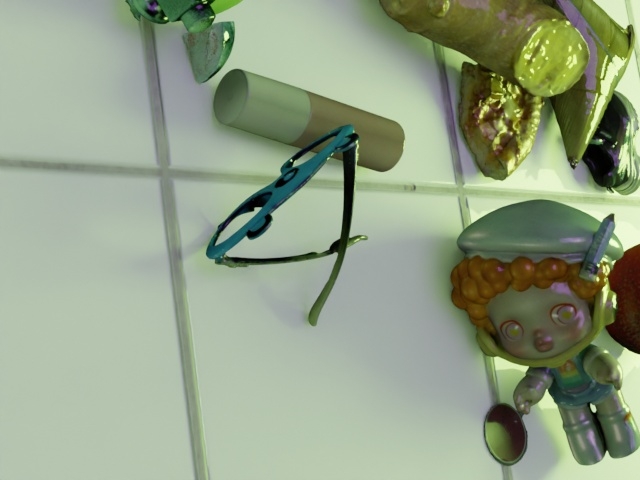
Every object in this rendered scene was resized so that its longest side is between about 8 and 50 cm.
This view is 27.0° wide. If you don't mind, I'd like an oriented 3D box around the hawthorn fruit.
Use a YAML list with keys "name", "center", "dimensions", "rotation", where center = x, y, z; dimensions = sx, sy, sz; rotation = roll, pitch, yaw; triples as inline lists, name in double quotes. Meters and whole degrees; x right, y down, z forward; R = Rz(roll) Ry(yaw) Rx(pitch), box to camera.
- name: "hawthorn fruit"
  center: [0.495, 0.077, 1.967]
  dimensions: [0.169, 0.169, 0.188]
  rotation: [23, 59, -36]

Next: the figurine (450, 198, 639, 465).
- name: "figurine"
  center: [0.307, 0.121, 1.796]
  dimensions: [0.205, 0.224, 0.382]
  rotation: [-53, 136, -57]

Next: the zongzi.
- name: "zongzi"
  center: [0.345, -0.264, 1.979]
  dimensions: [0.228, 0.115, 0.256]
  rotation: [36, 68, -21]

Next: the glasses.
- name: "glasses"
  center: [-0.027, -0.013, 1.565]
  dimensions: [0.239, 0.102, 0.207]
  rotation: [-43, 141, -27]

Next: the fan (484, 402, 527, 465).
- name: "fan"
  center: [0.262, 0.247, 1.800]
  dimensions: [0.133, 0.005, 0.085]
  rotation: [-43, 106, -40]

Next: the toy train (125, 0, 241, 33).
- name: "toy train"
  center: [-0.171, -0.355, 1.516]
  dimensions: [0.157, 0.105, 0.253]
  rotation: [-27, 85, -51]

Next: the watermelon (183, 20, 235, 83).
- name: "watermelon"
  center: [-0.132, -0.234, 1.558]
  dimensions: [0.061, 0.085, 0.085]
  rotation: [16, 61, 0]

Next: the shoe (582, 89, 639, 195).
- name: "shoe"
  center: [0.433, -0.151, 2.041]
  dimensions: [0.099, 0.071, 0.169]
  rotation: [-2, 79, -36]

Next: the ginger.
- name: "ginger"
  center: [0.217, -0.305, 1.821]
  dimensions: [0.354, 0.126, 0.190]
  rotation: [29, 19, -15]

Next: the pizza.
- name: "pizza"
  center: [0.253, -0.192, 1.892]
  dimensions: [0.161, 0.062, 0.182]
  rotation: [49, 51, -13]

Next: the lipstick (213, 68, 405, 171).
- name: "lipstick"
  center: [-0.010, -0.144, 1.628]
  dimensions: [0.254, 0.070, 0.070]
  rotation: [14, 68, -39]
